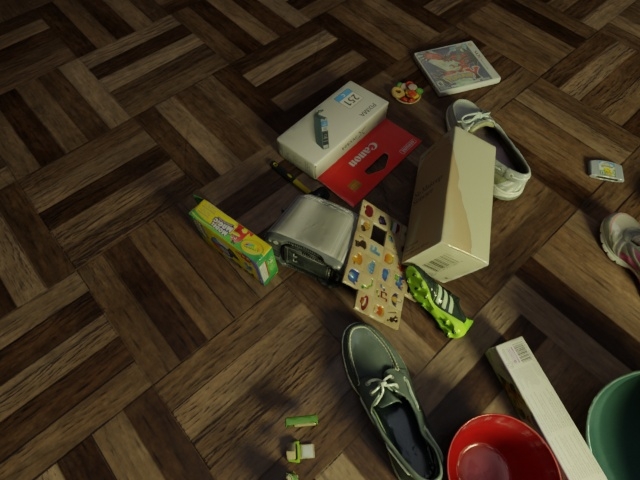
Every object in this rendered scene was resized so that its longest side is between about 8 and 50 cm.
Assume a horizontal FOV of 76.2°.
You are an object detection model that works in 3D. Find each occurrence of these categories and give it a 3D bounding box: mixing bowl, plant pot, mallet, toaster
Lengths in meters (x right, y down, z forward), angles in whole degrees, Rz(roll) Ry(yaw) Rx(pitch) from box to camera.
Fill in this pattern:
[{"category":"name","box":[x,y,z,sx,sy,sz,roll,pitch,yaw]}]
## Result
[{"category":"mixing bowl","box":[0.292,0.395,0.693,0.182,0.098,0.181,0,62,-1]},{"category":"plant pot","box":[0.628,0.333,0.648,0.196,0.293,0.293,-3,58,-32]},{"category":"mallet","box":[-0.066,-0.138,1.020,0.190,0.039,0.062,33,69,22]},{"category":"toaster","box":[0.000,0.000,0.890,0.227,0.129,0.146,23,62,11]}]

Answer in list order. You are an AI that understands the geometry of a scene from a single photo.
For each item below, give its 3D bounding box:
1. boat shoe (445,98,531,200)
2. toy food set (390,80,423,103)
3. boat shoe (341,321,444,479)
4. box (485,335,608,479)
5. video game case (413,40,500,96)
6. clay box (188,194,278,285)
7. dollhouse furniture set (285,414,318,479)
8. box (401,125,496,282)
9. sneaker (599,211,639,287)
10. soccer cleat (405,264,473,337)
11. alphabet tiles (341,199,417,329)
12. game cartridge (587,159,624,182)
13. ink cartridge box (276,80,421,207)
[{"category":"boat shoe","box":[0.426,-0.254,1.041,0.118,0.103,0.320,-13,63,-7]},{"category":"toy food set","box":[0.252,-0.429,1.182,0.083,0.020,0.082,39,68,19]},{"category":"boat shoe","box":[0.131,0.287,0.750,0.116,0.099,0.319,-19,63,-10]},{"category":"box","box":[0.416,0.339,0.743,0.067,0.063,0.324,-19,63,-8]},{"category":"video game case","box":[0.409,-0.522,1.232,0.201,0.023,0.183,-16,63,-9]},{"category":"clay box","box":[-0.197,-0.001,0.889,0.222,0.127,0.053,33,67,17]},{"category":"dollhouse furniture set","box":[-0.029,0.388,0.708,0.059,0.076,0.151,-4,61,-2]},{"category":"box","box":[0.289,-0.081,0.909,0.121,0.148,0.311,23,60,-14]},{"category":"sneaker","box":[0.724,0.033,0.883,0.103,0.111,0.252,-19,63,-10]},{"category":"soccer cleat","box":[0.248,0.122,0.861,0.072,0.060,0.179,-29,79,-32]},{"category":"alphabet tiles","box":[0.140,0.056,0.864,0.198,0.009,0.237,30,61,-24]},{"category":"game cartridge","box":[0.737,-0.181,1.053,0.083,0.017,0.056,11,58,6]},{"category":"ink cartridge box","box":[0.081,-0.264,1.068,0.261,0.066,0.296,38,68,19]}]
